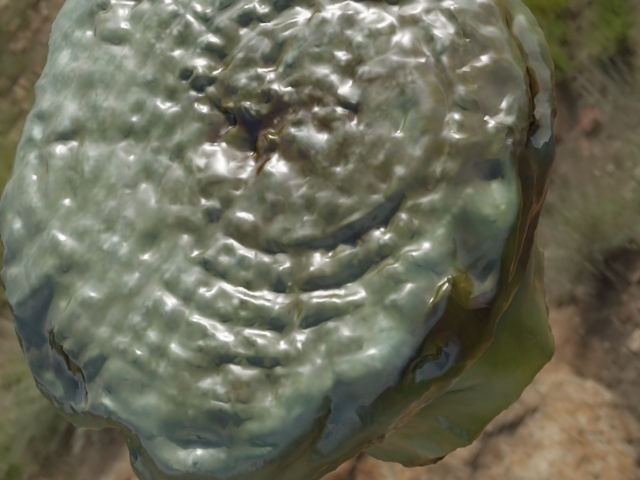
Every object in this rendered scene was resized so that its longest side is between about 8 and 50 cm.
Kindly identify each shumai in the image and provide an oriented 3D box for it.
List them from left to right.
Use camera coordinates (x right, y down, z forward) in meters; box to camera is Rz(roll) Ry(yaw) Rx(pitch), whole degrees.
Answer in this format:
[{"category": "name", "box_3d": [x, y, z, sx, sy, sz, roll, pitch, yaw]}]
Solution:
[{"category": "shumai", "box_3d": [0.000, 0.000, 0.965, 0.309, 0.263, 0.304, -37, 61, 2]}]
